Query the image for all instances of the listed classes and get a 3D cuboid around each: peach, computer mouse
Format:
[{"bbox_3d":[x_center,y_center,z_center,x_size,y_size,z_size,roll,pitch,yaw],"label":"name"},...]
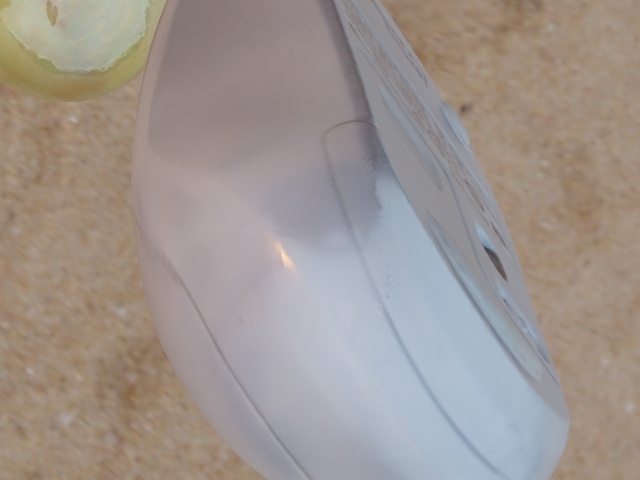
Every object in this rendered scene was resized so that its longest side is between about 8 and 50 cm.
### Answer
[{"bbox_3d":[-0.185,-0.184,1.377,0.184,0.184,0.184,-12,113,-30],"label":"peach"},{"bbox_3d":[0.000,0.000,0.731,0.121,0.297,0.184,-34,123,11],"label":"computer mouse"}]
